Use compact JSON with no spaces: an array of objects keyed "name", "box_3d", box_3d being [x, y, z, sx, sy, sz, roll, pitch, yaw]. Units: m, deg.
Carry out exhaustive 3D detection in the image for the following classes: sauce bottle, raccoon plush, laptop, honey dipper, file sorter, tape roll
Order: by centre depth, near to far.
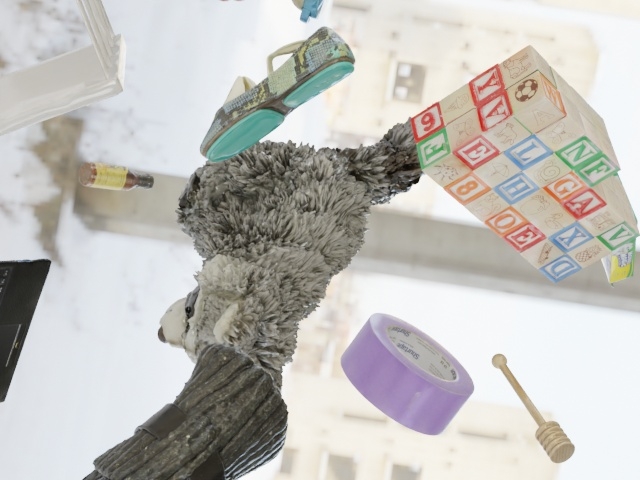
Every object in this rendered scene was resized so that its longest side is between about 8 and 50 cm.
[{"name":"honey dipper","box_3d":[0.225,0.177,1.605,0.161,0.030,0.030,-121,-148,-49]},{"name":"file sorter","box_3d":[-0.340,-0.240,1.678,0.278,0.193,0.173,-111,-179,-72]},{"name":"raccoon plush","box_3d":[0.000,0.000,1.803,0.216,0.446,0.299,48,13,-37]},{"name":"laptop","box_3d":[-0.452,0.159,1.897,0.264,0.136,0.234,-2,123,-47]},{"name":"tape roll","box_3d":[0.127,0.194,2.174,0.080,0.189,0.189,-55,-172,15]},{"name":"sauce bottle","box_3d":[-0.329,-0.101,2.403,0.042,0.128,0.042,-6,-99,45]}]

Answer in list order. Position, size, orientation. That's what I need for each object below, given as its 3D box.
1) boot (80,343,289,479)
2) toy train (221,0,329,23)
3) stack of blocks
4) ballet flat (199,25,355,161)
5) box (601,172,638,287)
[{"name":"boot","box_3d":[-0.174,0.251,1.437,0.260,0.131,0.348,-47,-175,-31]},{"name":"toy train","box_3d":[-0.045,-0.321,1.802,0.105,0.143,0.248,-65,176,12]},{"name":"stack of blocks","box_3d":[0.266,-0.083,1.773,0.297,0.171,0.087,37,32,-40]},{"name":"ballet flat","box_3d":[-0.050,-0.150,1.494,0.070,0.188,0.070,52,16,-22]},{"name":"box","box_3d":[0.425,-0.016,2.168,0.179,0.043,0.105,79,-4,-58]}]
